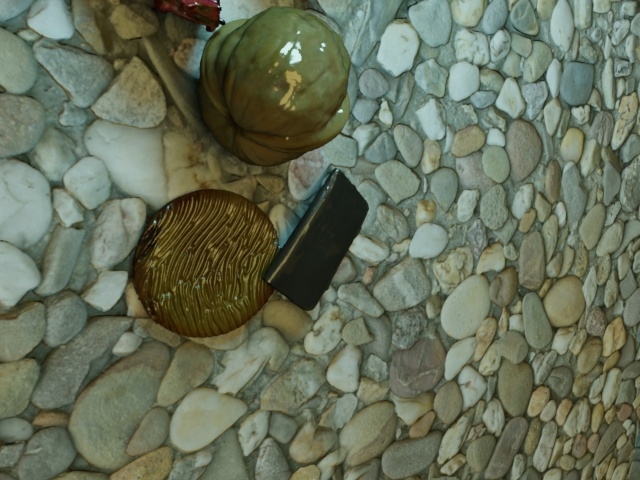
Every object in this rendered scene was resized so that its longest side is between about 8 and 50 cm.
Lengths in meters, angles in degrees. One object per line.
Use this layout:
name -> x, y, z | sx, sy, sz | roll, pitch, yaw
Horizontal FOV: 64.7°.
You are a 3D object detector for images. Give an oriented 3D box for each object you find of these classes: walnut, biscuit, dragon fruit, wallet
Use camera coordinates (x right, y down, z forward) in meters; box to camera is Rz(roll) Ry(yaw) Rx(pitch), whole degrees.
walnut -> -0.081, -0.276, 0.918 | 0.285, 0.296, 0.285 | 10, 63, -20
biscuit -> -0.223, 0.052, 1.046 | 0.318, 0.040, 0.317 | -8, 106, -31
dragon fruit -> -0.268, -0.471, 0.861 | 0.212, 0.134, 0.261 | 2, 72, -17
wallet -> 0.000, 0.000, 1.153 | 0.165, 0.042, 0.309 | 43, 71, -41
